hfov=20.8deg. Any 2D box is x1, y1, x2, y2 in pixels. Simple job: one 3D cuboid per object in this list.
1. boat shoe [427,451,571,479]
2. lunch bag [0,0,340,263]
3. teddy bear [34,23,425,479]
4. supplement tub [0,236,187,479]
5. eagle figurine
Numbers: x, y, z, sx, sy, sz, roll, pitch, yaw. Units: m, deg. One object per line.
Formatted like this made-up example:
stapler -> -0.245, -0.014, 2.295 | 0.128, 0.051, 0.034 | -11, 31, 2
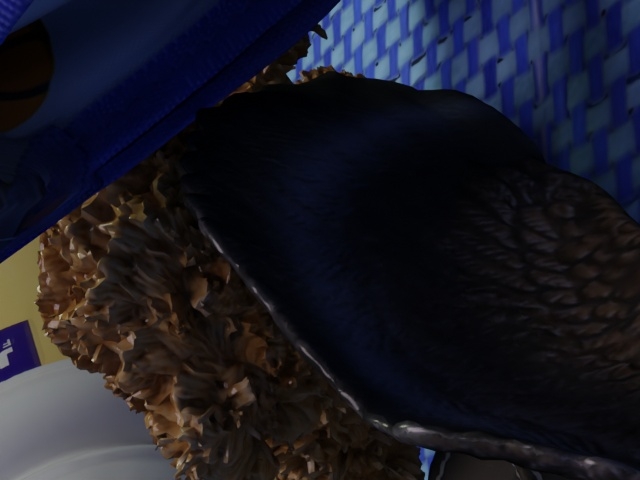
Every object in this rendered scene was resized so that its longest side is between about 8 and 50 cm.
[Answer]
boat shoe -> 0.074, 0.164, 0.590 | 0.305, 0.091, 0.109 | -100, 32, -51
lunch bag -> -0.090, -0.218, 0.468 | 0.385, 0.239, 0.328 | -45, 78, 24
teddy bear -> 0.000, 0.000, 0.703 | 0.338, 0.113, 0.245 | 53, -139, -69
supplement tub -> -0.139, 0.134, 0.994 | 0.331, 0.241, 0.241 | -124, 42, -59
eagle figurine -> 0.107, 0.039, 0.447 | 0.298, 0.225, 0.226 | -12, 85, 58
